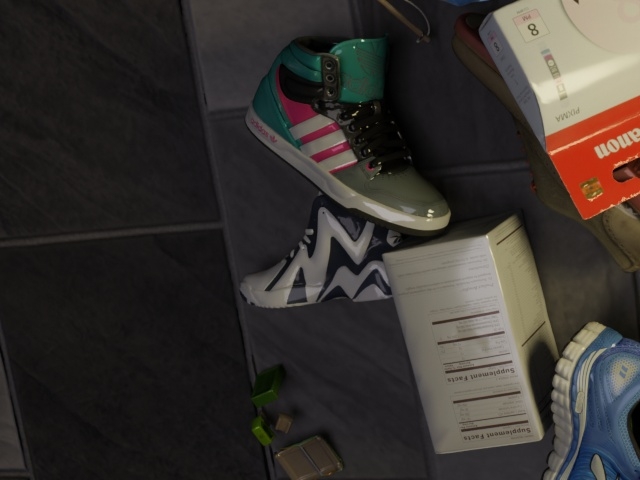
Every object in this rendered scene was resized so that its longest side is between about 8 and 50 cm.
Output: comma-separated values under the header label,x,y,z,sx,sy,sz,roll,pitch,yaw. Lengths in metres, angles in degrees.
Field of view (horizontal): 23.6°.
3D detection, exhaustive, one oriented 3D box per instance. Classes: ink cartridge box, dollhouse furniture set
label,x,y,z,sx,sy,sz,roll,pitch,yaw
ink cartridge box,0.302,-0.166,1.603,0.232,0.189,0.066,61,161,13
dollhouse furniture set,-0.036,0.240,1.975,0.076,0.058,0.151,-26,111,21

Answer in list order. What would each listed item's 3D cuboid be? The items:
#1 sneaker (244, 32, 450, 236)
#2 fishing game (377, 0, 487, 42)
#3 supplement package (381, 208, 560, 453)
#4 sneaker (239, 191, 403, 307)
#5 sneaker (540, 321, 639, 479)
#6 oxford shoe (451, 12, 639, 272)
label,x,y,z,sx,sy,sz,roll,pitch,yaw
sneaker,0.052,-0.146,1.763,0.295,0.124,0.178,36,122,24
fishing game,0.159,-0.330,1.660,0.264,0.041,0.189,-33,126,24
supplement package,0.183,0.105,1.768,0.134,0.139,0.244,-11,98,27
sneaker,0.000,0.000,1.858,0.235,0.094,0.153,-5,90,38
sneaker,0.335,0.258,1.716,0.147,0.130,0.330,18,125,32
oxford shoe,0.256,-0.104,1.689,0.348,0.123,0.130,47,126,10
